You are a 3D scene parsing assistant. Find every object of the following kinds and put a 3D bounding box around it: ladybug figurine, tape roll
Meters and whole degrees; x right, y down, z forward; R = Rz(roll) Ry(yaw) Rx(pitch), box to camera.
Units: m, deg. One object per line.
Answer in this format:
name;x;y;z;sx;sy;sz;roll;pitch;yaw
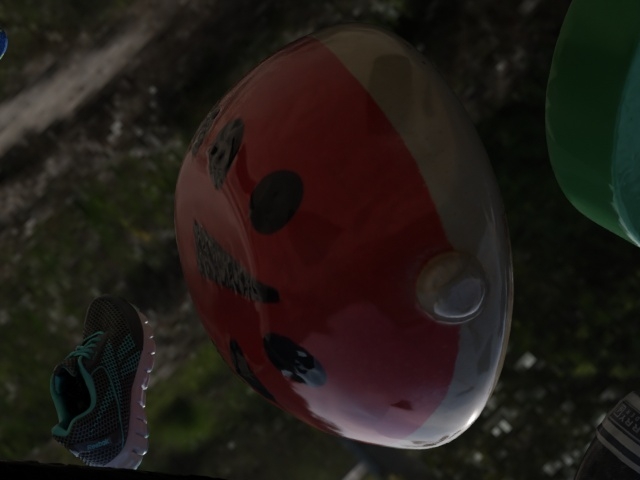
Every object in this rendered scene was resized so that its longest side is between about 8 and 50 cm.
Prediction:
ladybug figurine;0.000;0.000;1.168;0.162;0.305;0.449;-8;-173;-15
tape roll;0.318;-0.141;1.289;0.321;0.077;0.321;-22;128;-31

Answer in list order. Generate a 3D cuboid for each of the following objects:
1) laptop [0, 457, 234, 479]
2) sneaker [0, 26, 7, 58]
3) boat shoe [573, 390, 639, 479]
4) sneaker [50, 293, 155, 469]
laptop;-0.087;0.190;0.505;0.264;0.234;0.136;14;116;-48
sneaker;-0.343;-0.127;1.220;0.240;0.126;0.091;-33;136;-19
boat shoe;0.136;0.117;0.566;0.183;0.065;0.083;30;98;-39
sneaker;-0.172;0.101;1.253;0.065;0.076;0.166;-31;-136;24
